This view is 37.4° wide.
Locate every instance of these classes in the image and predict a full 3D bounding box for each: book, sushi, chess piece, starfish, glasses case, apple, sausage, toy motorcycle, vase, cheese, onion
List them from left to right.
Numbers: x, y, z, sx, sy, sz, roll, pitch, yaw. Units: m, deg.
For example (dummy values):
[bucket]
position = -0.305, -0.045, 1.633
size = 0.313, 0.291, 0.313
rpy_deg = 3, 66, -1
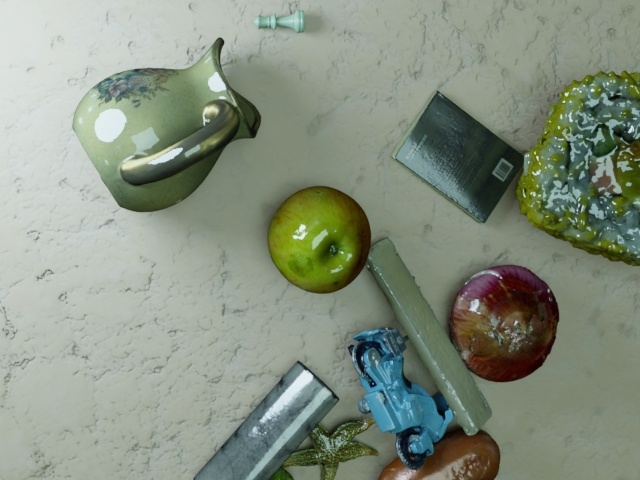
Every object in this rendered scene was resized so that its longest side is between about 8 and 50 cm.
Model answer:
[vase]
position = -0.237, -0.183, 1.573
size = 0.302, 0.329, 0.241
rpy_deg = -29, 116, -7
[glasses case]
position = -0.101, 0.372, 1.766
size = 0.114, 0.060, 0.299
rpy_deg = 41, 87, 25
[chess piece]
position = -0.076, -0.401, 1.731
size = 0.093, 0.042, 0.042
rpy_deg = -2, 95, -7
[apple]
position = 0.000, 0.000, 1.713
size = 0.196, 0.196, 0.196
rpy_deg = -1, 95, -11
[starfish]
position = 0.014, 0.416, 1.824
size = 0.208, 0.053, 0.176
rpy_deg = 1, 105, -5
[toy motorcycle]
position = 0.157, 0.284, 1.789
size = 0.182, 0.123, 0.272
rpy_deg = -24, 87, -48
[cheese]
position = 0.203, 0.179, 1.784
size = 0.085, 0.034, 0.400
rpy_deg = -26, 85, -48
[sausage]
position = 0.229, 0.449, 1.825
size = 0.258, 0.133, 0.133
rpy_deg = -25, 99, -7
[book]
position = 0.269, -0.160, 1.828
size = 0.228, 0.024, 0.160
rpy_deg = 35, 87, -12
[onion]
position = 0.364, 0.160, 1.807
size = 0.230, 0.163, 0.230
rpy_deg = 1, 86, -13
[sushi]
position = 0.582, -0.133, 1.736
size = 0.396, 0.240, 0.351
rpy_deg = 22, 92, 8

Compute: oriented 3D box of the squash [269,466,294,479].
[squash]
position = -0.084, 0.591, 1.796
size = 0.087, 0.087, 0.331
rpy_deg = -4, 96, -11
